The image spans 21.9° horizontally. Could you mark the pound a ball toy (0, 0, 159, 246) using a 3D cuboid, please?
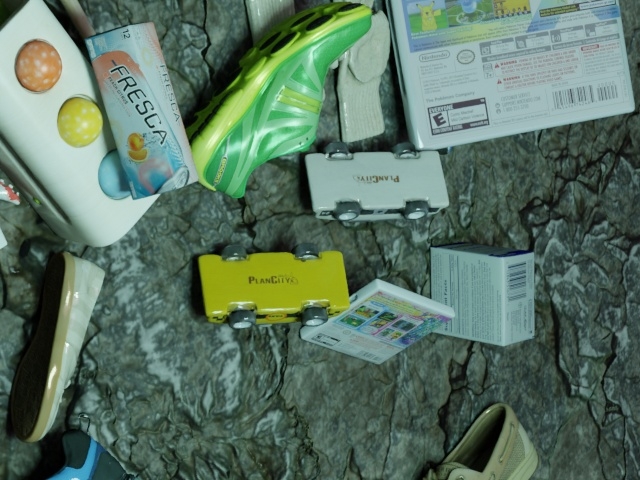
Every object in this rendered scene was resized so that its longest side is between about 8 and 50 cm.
[{"bbox_3d":[-0.276,-0.176,1.801,0.208,0.135,0.319,-51,127,-25],"label":"pound a ball toy"}]

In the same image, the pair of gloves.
[{"bbox_3d":[0.004,-0.223,2.119,0.240,0.042,0.204,-8,102,-43],"label":"pair of gloves"}]

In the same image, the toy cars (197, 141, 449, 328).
[{"bbox_3d":[0.000,0.000,2.110,0.176,0.087,0.393,43,62,5],"label":"toy cars"}]

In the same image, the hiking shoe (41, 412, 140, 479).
[{"bbox_3d":[-0.343,0.340,1.862,0.304,0.113,0.132,-41,92,-24],"label":"hiking shoe"}]

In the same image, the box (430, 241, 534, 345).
[{"bbox_3d":[0.225,0.072,2.304,0.072,0.137,0.126,-11,104,-43],"label":"box"}]

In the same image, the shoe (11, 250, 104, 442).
[{"bbox_3d":[-0.294,0.124,1.871,0.058,0.076,0.219,18,82,-38],"label":"shoe"}]

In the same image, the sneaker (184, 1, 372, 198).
[{"bbox_3d":[-0.045,-0.174,2.005,0.295,0.109,0.123,-46,117,-2],"label":"sneaker"}]

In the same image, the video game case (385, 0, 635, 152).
[{"bbox_3d":[0.251,-0.293,2.227,0.328,0.036,0.300,-11,95,-16],"label":"video game case"}]

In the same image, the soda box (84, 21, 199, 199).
[{"bbox_3d":[-0.191,-0.140,1.778,0.063,0.058,0.183,-30,104,-66],"label":"soda box"}]

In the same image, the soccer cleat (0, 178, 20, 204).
[{"bbox_3d":[-0.366,-0.057,1.811,0.083,0.029,0.036,38,80,-36],"label":"soccer cleat"}]

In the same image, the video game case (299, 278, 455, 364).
[{"bbox_3d":[0.076,0.109,2.182,0.157,0.143,0.019,22,44,-43],"label":"video game case"}]

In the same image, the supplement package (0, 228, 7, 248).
[{"bbox_3d":[-0.469,-0.082,1.607,0.177,0.175,0.293,-39,121,-33],"label":"supplement package"}]

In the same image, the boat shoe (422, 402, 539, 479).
[{"bbox_3d":[0.184,0.362,2.334,0.341,0.121,0.110,-45,120,-41],"label":"boat shoe"}]

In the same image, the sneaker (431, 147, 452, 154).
[{"bbox_3d":[0.172,-0.198,2.266,0.073,0.063,0.162,-12,105,-45],"label":"sneaker"}]
